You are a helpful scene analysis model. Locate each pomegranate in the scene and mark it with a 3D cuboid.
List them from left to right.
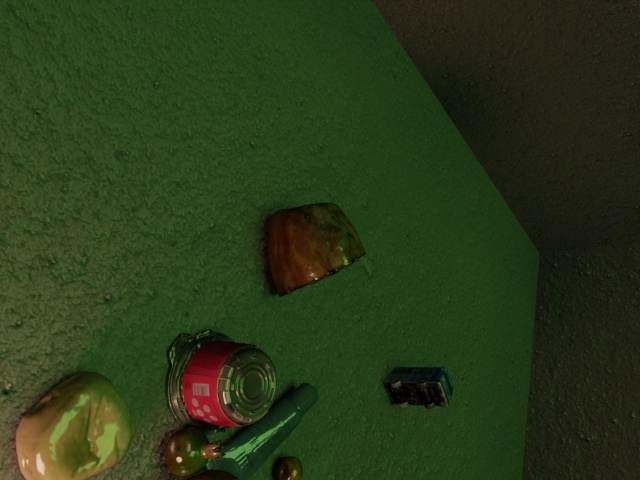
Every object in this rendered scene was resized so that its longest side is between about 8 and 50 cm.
[{"bbox_3d":[-0.295,0.498,1.260,0.114,0.142,0.115,-9,90,-75],"label":"pomegranate"}]

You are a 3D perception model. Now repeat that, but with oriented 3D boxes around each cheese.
[{"bbox_3d":[-0.482,0.388,1.078,0.218,0.117,0.235,42,56,-39],"label":"cheese"}]

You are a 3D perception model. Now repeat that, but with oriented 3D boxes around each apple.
[{"bbox_3d":[-0.087,0.658,1.522,0.071,0.084,0.084,38,55,-49],"label":"apple"}]

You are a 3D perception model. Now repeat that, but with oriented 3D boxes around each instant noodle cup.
[{"bbox_3d":[-0.226,0.358,1.335,0.302,0.181,0.258,49,50,-32],"label":"instant noodle cup"}]

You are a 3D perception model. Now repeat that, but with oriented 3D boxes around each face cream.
[{"bbox_3d":[-0.148,0.533,1.476,0.385,0.086,0.136,-34,106,-42],"label":"face cream"}]

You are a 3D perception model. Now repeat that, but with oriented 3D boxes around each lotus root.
[{"bbox_3d":[0.000,0.000,1.610,0.316,0.316,0.250,-14,85,-50],"label":"lotus root"}]

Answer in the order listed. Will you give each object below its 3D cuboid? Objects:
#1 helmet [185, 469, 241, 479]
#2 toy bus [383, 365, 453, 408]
[{"bbox_3d":[-0.274,0.621,1.223,0.224,0.130,0.198,-49,137,-9],"label":"helmet"},{"bbox_3d":[0.369,0.536,1.970,0.133,0.233,0.116,-35,109,-50],"label":"toy bus"}]
